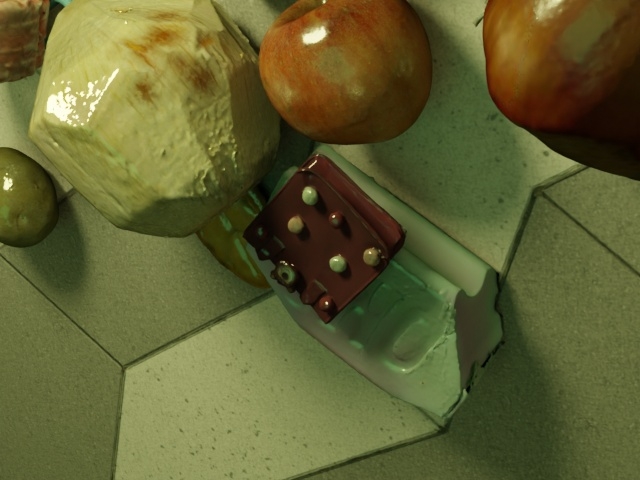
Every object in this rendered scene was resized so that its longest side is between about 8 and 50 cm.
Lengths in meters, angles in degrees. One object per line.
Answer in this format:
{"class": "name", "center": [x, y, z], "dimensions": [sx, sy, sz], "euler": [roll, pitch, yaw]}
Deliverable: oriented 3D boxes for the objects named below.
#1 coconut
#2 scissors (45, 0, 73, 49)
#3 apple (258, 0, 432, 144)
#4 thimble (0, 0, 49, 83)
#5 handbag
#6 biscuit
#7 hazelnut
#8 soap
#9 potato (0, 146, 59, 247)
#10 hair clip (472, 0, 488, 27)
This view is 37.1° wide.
{"class": "coconut", "center": [-0.268, -0.213, 1.506], "dimensions": [0.344, 0.415, 0.415], "euler": [-36, 94, 18]}
{"class": "scissors", "center": [-0.628, -0.391, 1.848], "dimensions": [0.447, 0.029, 0.193], "euler": [-21, 103, 37]}
{"class": "apple", "center": [0.041, -0.250, 1.396], "dimensions": [0.253, 0.253, 0.254], "euler": [14, 122, 24]}
{"class": "thimble", "center": [-0.595, -0.383, 1.667], "dimensions": [0.239, 0.239, 0.162], "euler": [24, 121, 18]}
{"class": "handbag", "center": [-0.001, 0.001, 1.464], "dimensions": [0.203, 0.074, 0.216], "euler": [46, 127, 3]}
{"class": "biscuit", "center": [-0.156, -0.024, 1.758], "dimensions": [0.203, 0.041, 0.260], "euler": [-22, 101, 37]}
{"class": "hazelnut", "center": [0.369, -0.249, 1.138], "dimensions": [0.365, 0.366, 0.366], "euler": [14, 122, 24]}
{"class": "soap", "center": [0.099, 0.078, 1.590], "dimensions": [0.446, 0.156, 0.261], "euler": [37, 128, 8]}
{"class": "potato", "center": [-0.629, -0.090, 1.938], "dimensions": [0.235, 0.160, 0.178], "euler": [36, 91, 26]}
{"class": "hair clip", "center": [0.291, -0.374, 1.303], "dimensions": [0.226, 0.034, 0.072], "euler": [-23, 102, 37]}
